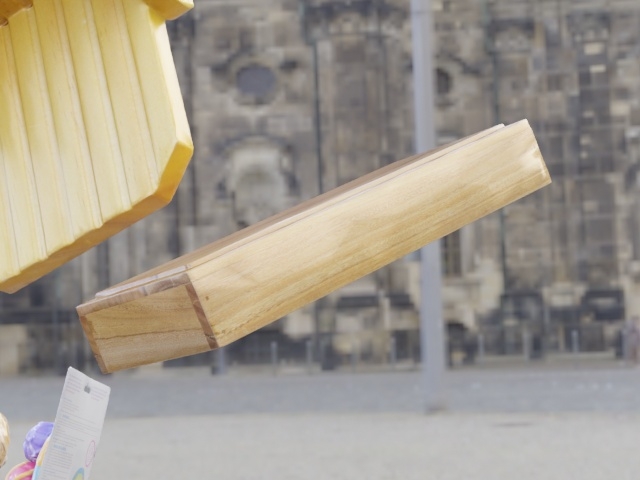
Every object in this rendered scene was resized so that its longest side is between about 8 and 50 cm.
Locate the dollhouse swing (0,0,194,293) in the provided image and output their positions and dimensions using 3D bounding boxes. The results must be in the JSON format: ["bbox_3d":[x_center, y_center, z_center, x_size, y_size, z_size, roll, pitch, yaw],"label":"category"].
[{"bbox_3d":[-0.330,-0.176,1.376,0.347,0.305,0.315,-27,-44,26],"label":"dollhouse swing"}]

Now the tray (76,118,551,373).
[{"bbox_3d":[0.000,0.000,1.308,0.411,0.076,0.203,-24,4,-37],"label":"tray"}]

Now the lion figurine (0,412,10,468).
[{"bbox_3d":[-0.510,0.346,1.638,0.392,0.240,0.142,-35,-28,-14],"label":"lion figurine"}]

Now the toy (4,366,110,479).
[{"bbox_3d":[-0.272,0.244,1.381,0.056,0.237,0.137,8,-13,9],"label":"toy"}]
